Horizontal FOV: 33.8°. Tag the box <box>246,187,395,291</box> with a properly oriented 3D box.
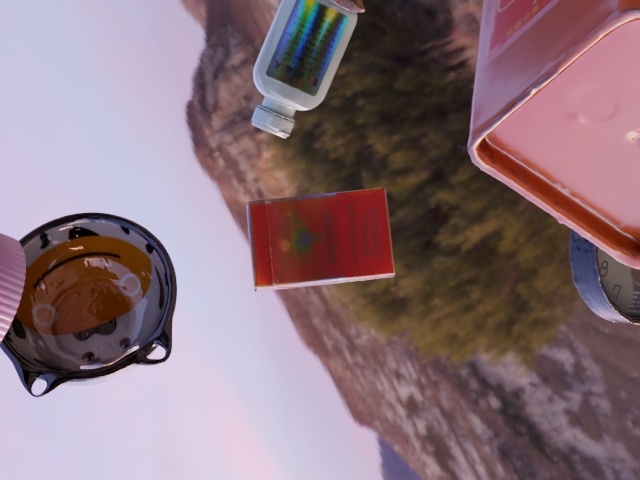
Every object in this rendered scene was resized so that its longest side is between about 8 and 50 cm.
[{"bbox_3d":[0.000,0.000,1.299,0.048,0.175,0.112,85,180,-83],"label":"box"}]

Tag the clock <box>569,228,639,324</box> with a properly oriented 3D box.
[{"bbox_3d":[0.345,0.001,1.114,0.040,0.184,0.184,16,137,60],"label":"clock"}]

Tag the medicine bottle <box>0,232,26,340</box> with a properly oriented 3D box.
[{"bbox_3d":[-0.492,0.024,1.158,0.290,0.178,0.178,26,-149,-39],"label":"medicine bottle"}]

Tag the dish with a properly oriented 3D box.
[{"bbox_3d":[-0.341,0.106,1.561,0.120,0.303,0.303,89,161,-61],"label":"dish"}]

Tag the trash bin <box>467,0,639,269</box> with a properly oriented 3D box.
[{"bbox_3d":[0.172,-0.111,0.510,0.184,0.161,0.239,30,-130,-16],"label":"trash bin"}]

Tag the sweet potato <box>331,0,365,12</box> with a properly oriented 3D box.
[{"bbox_3d":[0.017,-0.260,1.070,0.095,0.034,0.034,53,177,36],"label":"sweet potato"}]

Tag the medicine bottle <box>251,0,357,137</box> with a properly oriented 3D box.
[{"bbox_3d":[-0.038,-0.279,1.678,0.121,0.229,0.083,22,-175,-12],"label":"medicine bottle"}]
